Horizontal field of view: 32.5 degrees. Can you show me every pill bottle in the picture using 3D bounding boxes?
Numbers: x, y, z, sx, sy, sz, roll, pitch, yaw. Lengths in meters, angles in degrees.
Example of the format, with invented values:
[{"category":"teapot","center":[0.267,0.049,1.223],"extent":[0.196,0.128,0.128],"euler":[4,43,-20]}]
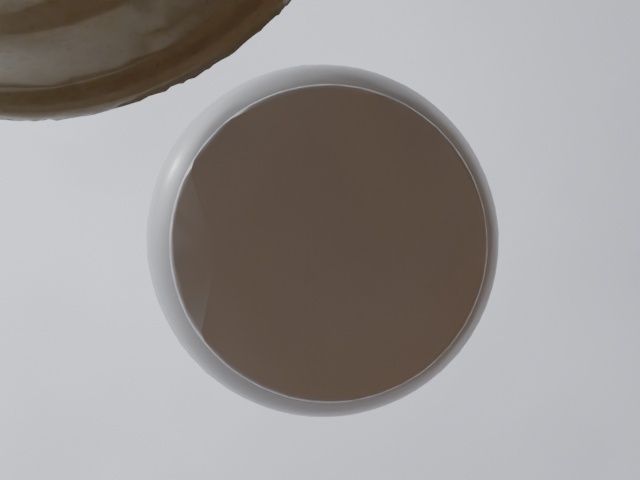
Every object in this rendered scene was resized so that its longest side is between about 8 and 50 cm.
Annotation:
[{"category":"pill bottle","center":[0.000,0.000,0.788],"extent":[0.229,0.407,0.229],"euler":[0,-89,-1]}]

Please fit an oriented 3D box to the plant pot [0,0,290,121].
[{"category":"plant pot","center":[-0.165,-0.252,0.432],"extent":[0.333,0.305,0.334],"euler":[-3,-103,13]}]
